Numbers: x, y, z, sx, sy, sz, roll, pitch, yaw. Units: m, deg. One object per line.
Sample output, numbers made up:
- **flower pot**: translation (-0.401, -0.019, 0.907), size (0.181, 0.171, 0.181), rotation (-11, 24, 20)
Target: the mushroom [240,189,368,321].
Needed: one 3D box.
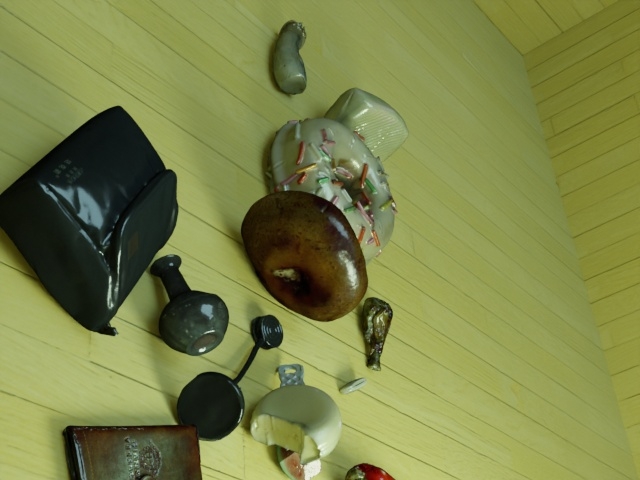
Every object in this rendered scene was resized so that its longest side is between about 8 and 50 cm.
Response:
- **mushroom**: translation (-0.021, 0.005, 1.940), size (0.267, 0.267, 0.254), rotation (38, 55, -37)

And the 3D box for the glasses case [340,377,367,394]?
- **glasses case**: translation (0.069, 0.301, 2.065), size (0.083, 0.032, 0.021), rotation (-14, 81, -61)

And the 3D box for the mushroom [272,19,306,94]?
- **mushroom**: translation (-0.074, -0.454, 2.441), size (0.092, 0.081, 0.223), rotation (20, 45, -27)

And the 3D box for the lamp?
- **lamp**: translation (-0.117, 0.224, 1.748), size (0.130, 0.108, 0.371), rotation (65, 28, -3)

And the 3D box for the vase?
- **vase**: translation (-0.231, 0.104, 1.682), size (0.120, 0.120, 0.183), rotation (17, 34, -53)

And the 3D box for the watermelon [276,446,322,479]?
- **watermelon**: translation (-0.033, 0.385, 1.790), size (0.092, 0.072, 0.084), rotation (-75, 150, -57)

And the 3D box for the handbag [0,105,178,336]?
- **handbag**: translation (-0.326, -0.037, 1.559), size (0.275, 0.178, 0.302), rotation (53, 30, -16)

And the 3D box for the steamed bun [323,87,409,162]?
- **steamed bun**: translation (0.099, -0.297, 2.510), size (0.239, 0.170, 0.152), rotation (28, 20, -49)

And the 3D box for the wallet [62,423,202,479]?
- **wallet**: translation (-0.267, 0.340, 1.482), size (0.255, 0.031, 0.137), rotation (12, 58, -53)

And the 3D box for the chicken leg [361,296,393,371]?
- **chicken leg**: translation (0.121, 0.204, 2.208), size (0.093, 0.070, 0.178), rotation (64, 28, -58)

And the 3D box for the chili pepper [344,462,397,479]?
- **chili pepper**: translation (0.133, 0.507, 1.925), size (0.387, 0.110, 0.110), rotation (39, 36, -45)

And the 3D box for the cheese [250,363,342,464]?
- **cheese**: translation (-0.028, 0.297, 1.789), size (0.249, 0.163, 0.070), rotation (-59, 150, -60)

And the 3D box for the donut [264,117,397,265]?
- **donut**: translation (0.035, -0.118, 2.262), size (0.383, 0.142, 0.382), rotation (38, 36, -35)
